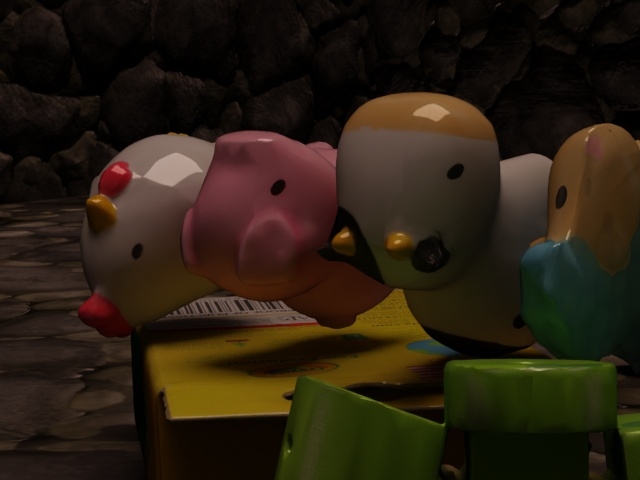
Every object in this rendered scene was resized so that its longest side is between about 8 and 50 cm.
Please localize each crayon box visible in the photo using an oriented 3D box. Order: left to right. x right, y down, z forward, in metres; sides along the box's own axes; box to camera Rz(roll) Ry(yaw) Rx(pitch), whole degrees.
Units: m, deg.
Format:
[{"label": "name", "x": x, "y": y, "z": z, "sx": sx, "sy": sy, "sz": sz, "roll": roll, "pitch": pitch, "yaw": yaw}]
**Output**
[{"label": "crayon box", "x": 0.003, "y": 0.090, "z": 0.819, "sx": 0.202, "sy": 0.081, "sz": 0.318, "roll": -3, "pitch": 6, "yaw": -8}]

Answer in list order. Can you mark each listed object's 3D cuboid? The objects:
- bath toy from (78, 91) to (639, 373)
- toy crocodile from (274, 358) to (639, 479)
[{"label": "bath toy", "x": 0.000, "y": 0.000, "z": 0.741, "sx": 0.348, "sy": 0.151, "sz": 0.129, "roll": 2, "pitch": 41, "yaw": 42}, {"label": "toy crocodile", "x": 0.148, "y": 0.097, "z": 0.576, "sx": 0.340, "sy": 0.115, "sz": 0.105, "roll": 0, "pitch": 0, "yaw": 5}]
